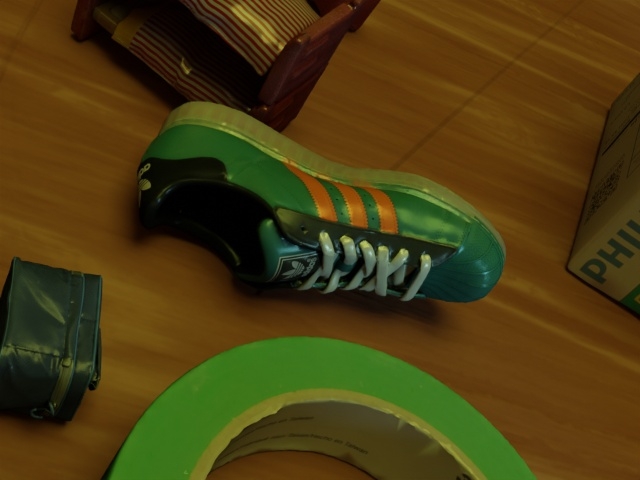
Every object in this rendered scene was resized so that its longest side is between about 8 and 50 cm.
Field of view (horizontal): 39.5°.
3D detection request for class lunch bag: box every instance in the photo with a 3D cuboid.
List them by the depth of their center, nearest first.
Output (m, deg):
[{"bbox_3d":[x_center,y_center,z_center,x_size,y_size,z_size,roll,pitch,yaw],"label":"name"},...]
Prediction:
[{"bbox_3d":[-0.168,0.065,0.555,0.065,0.067,0.098,12,49,-23],"label":"lunch bag"}]

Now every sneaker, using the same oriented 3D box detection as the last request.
[{"bbox_3d":[0.000,0.000,0.699,0.302,0.108,0.121,20,45,-5],"label":"sneaker"}]

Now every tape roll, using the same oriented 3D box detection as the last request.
[{"bbox_3d":[0.013,0.212,0.535,0.321,0.077,0.321,17,46,-19],"label":"tape roll"}]

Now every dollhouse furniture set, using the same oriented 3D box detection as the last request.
[{"bbox_3d":[-0.038,-0.258,0.860,0.201,0.152,0.374,38,43,2],"label":"dollhouse furniture set"}]

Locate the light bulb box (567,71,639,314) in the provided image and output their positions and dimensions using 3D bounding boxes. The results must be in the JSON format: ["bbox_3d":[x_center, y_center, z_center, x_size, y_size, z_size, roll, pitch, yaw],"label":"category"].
[{"bbox_3d":[0.469,-0.120,0.909,0.225,0.358,0.361,32,44,-1],"label":"light bulb box"}]
